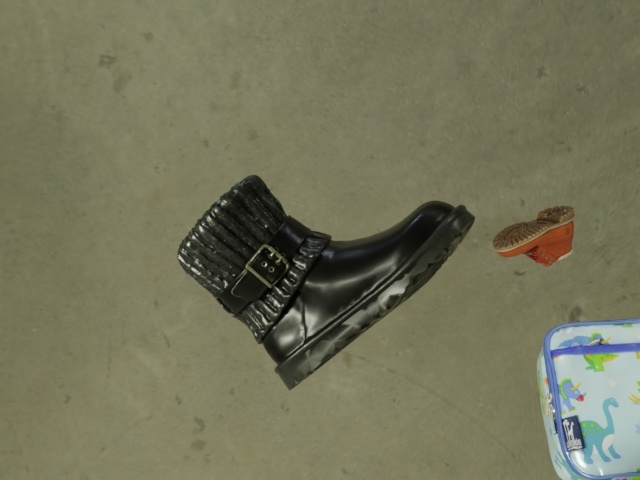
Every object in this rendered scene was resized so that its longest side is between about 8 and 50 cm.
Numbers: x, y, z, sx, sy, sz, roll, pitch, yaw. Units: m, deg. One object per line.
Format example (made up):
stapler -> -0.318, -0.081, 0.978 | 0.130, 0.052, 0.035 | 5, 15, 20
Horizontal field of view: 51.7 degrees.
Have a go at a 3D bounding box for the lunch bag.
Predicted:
lunch bag -> 0.344, 0.165, 0.691 | 0.219, 0.090, 0.176 | -3, 60, 8

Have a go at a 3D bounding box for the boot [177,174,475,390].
boot -> -0.002, 0.000, 0.872 | 0.348, 0.131, 0.260 | -40, 79, 6

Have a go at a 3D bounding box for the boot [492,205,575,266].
boot -> 0.330, 0.009, 1.006 | 0.059, 0.158, 0.084 | 24, 128, 57
